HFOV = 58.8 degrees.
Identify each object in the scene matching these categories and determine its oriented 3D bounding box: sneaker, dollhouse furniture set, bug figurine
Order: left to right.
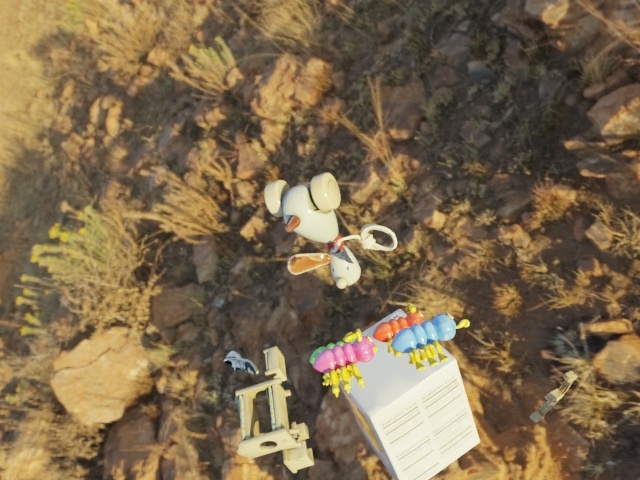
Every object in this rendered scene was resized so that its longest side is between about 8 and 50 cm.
[{"bbox_3d":[-0.171,0.270,1.213,0.083,0.037,0.032,21,135,29],"label":"sneaker"},{"bbox_3d":[-0.095,0.335,1.100,0.101,0.161,0.182,-19,44,7],"label":"dollhouse furniture set"},{"bbox_3d":[0.089,0.152,0.840,0.279,0.216,0.072,112,138,-83],"label":"bug figurine"}]

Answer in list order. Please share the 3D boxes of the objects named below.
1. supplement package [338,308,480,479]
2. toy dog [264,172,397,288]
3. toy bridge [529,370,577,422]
[{"bbox_3d":[0.170,0.328,1.174,0.198,0.263,0.199,-31,34,-12],"label":"supplement package"},{"bbox_3d":[0.000,0.000,1.286,0.220,0.333,0.161,-30,27,39],"label":"toy dog"},{"bbox_3d":[0.641,0.426,1.555,0.026,0.063,0.188,47,128,34],"label":"toy bridge"}]
